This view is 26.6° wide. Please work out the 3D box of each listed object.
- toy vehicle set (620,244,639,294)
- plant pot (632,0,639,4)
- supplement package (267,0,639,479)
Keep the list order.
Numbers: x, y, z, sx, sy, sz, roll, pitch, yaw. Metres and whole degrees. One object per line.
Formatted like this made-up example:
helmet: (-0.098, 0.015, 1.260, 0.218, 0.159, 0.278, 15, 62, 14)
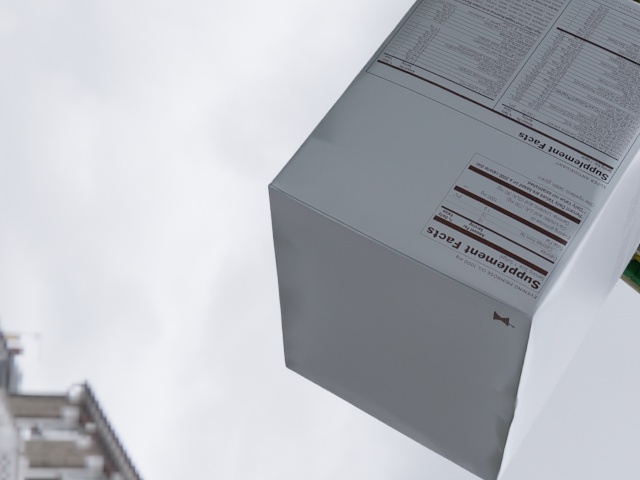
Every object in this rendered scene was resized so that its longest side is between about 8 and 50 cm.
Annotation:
toy vehicle set: (0.381, 0.054, 1.238, 0.035, 0.267, 0.166, -55, -173, -19)
plant pot: (0.210, -0.196, 0.944, 0.212, 0.187, 0.212, 55, -20, 28)
supplement package: (0.089, -0.015, 0.752, 0.203, 0.149, 0.194, -53, 160, -28)
